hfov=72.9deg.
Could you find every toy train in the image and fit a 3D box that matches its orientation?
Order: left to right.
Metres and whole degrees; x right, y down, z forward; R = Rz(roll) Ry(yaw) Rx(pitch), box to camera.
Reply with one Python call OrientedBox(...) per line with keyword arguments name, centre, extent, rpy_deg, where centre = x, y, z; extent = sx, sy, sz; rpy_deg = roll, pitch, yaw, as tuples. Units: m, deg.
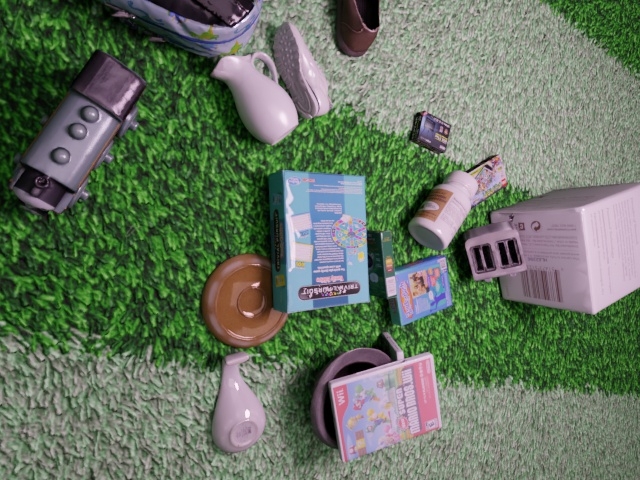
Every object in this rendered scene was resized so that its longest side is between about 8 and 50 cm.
OrientedBox(name="toy train", centre=(-0.449, -0.196, 0.807), extent=(0.142, 0.190, 0.334), rpy_deg=(34, 75, -25))

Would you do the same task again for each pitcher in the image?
OrientedBox(name="pitcher", centre=(-0.132, -0.345, 1.031), extent=(0.207, 0.125, 0.178), rpy_deg=(52, 52, -8))

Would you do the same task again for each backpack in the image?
OrientedBox(name="backpack", centre=(-0.285, -0.535, 0.869), extent=(0.355, 0.273, 0.291), rpy_deg=(20, 77, -1))

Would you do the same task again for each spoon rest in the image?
OrientedBox(name="spoon rest", centre=(-0.199, 0.386, 1.041), extent=(0.137, 0.084, 0.277), rpy_deg=(-9, 109, -27))

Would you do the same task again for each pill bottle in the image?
OrientedBox(name="pill bottle", centre=(0.375, -0.095, 1.305), extent=(0.131, 0.131, 0.229), rpy_deg=(45, 71, -23))

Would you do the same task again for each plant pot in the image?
OrientedBox(name="plant pot", centre=(-0.172, 0.150, 1.064), extent=(0.236, 0.032, 0.237), rpy_deg=(-1, 93, -30))

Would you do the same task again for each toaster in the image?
OrientedBox(name="toaster", centre=(0.554, 0.030, 1.382), extent=(0.110, 0.167, 0.186), rpy_deg=(-48, 122, -68))

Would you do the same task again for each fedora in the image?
OrientedBox(name="fedora", centre=(0.066, 0.399, 1.152), extent=(0.243, 0.124, 0.276), rpy_deg=(7, 94, -28))

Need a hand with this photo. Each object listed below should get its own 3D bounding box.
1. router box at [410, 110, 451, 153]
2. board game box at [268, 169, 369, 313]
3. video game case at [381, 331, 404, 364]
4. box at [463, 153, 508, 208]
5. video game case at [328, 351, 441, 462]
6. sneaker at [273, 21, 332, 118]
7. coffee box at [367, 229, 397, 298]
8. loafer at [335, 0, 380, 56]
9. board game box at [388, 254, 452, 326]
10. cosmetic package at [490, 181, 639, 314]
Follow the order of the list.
OrientedBox(name="router box", centre=(0.339, -0.330, 1.330), extent=(0.122, 0.038, 0.092), rpy_deg=(16, 85, -29))
OrientedBox(name="board game box", centre=(0.000, 0.000, 1.109), extent=(0.253, 0.079, 0.337), rpy_deg=(-2, 90, -34))
OrientedBox(name="video game case", centre=(0.209, 0.372, 1.208), extent=(0.022, 0.173, 0.191), rpy_deg=(-8, 96, -4))
OrientedBox(name="box", centre=(0.537, -0.196, 1.447), extent=(0.206, 0.036, 0.114), rpy_deg=(-31, 106, -25))
OrientedBox(name="video game case", centre=(0.168, 0.416, 1.094), extent=(0.284, 0.025, 0.204), rpy_deg=(-11, 97, -17))
OrientedBox(name="sneaker", centre=(-0.042, -0.430, 1.099), extent=(0.094, 0.090, 0.235), rpy_deg=(-32, 111, -38))
OrientedBox(name="coffee box", centre=(0.158, 0.063, 1.200), extent=(0.040, 0.113, 0.184), rpy_deg=(-10, 95, -27))
OrientedBox(name="loafer", centre=(0.114, -0.686, 1.141), extent=(0.133, 0.130, 0.367), rpy_deg=(-8, 95, -29))
OrientedBox(name="board game box", centre=(0.292, 0.144, 1.283), extent=(0.210, 0.047, 0.160), rpy_deg=(-14, 98, -29))
OrientedBox(name="cosmetic package", centre=(0.847, 0.011, 1.460), extent=(0.393, 0.329, 0.328), rpy_deg=(-17, 99, -29))
